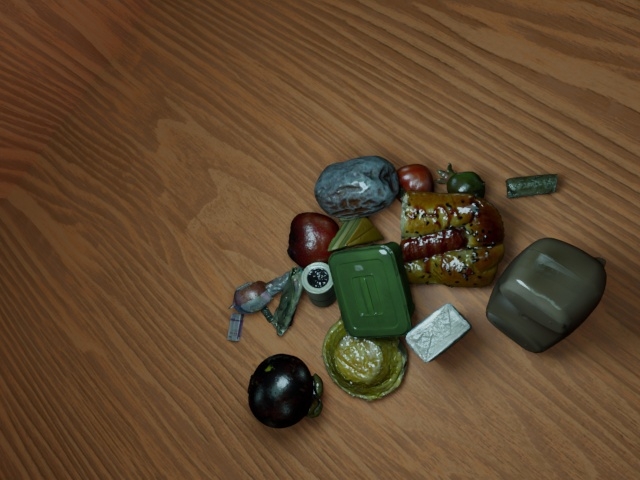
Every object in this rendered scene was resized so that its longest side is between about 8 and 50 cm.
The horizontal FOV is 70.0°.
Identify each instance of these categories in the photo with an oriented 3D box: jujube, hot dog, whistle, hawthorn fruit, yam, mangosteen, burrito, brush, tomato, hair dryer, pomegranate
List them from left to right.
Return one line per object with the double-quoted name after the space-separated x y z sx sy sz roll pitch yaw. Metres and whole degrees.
-0.260 0.268 1.955 0.034 0.027 0.190 -39 68 6 "brush"
-0.225 0.202 1.892 0.346 0.142 0.133 -28 77 -3 "whistle"
-0.132 0.569 1.726 0.288 0.288 0.287 -4 78 19 "mangosteen"
-0.126 0.247 1.832 0.096 0.066 0.309 43 123 42 "burrito"
0.000 0.000 1.832 0.266 0.210 0.230 3 73 3 "hawthorn fruit"
0.099 0.112 1.795 0.362 0.203 0.128 -33 66 -8 "hair dryer"
0.127 -0.192 1.712 0.308 0.247 0.215 -12 88 38 "jujube"
0.364 -0.210 1.763 0.152 0.187 0.187 -21 71 -13 "tomato"
0.468 0.006 1.640 0.366 0.196 0.367 2 111 11 "hot dog"
0.527 -0.209 1.723 0.131 0.152 0.191 -47 48 2 "pomegranate"
0.771 -0.199 1.666 0.179 0.078 0.078 -4 78 15 "yam"

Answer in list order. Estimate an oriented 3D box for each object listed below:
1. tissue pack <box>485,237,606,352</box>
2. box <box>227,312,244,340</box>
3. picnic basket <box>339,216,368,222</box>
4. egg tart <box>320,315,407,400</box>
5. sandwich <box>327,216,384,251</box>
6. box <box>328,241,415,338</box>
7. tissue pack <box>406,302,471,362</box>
0.708 0.165 1.447 0.267 0.387 0.277 36 72 24 "tissue pack"
-0.365 0.372 1.965 0.051 0.036 0.117 7 82 20 "box"
0.139 -0.146 1.873 0.115 0.079 0.164 0 79 20 "picnic basket"
0.156 0.435 1.718 0.342 0.132 0.341 -3 79 17 "egg tart"
0.136 0.015 1.748 0.117 0.144 0.187 -18 29 46 "sandwich"
0.196 0.164 1.619 0.253 0.178 0.328 -8 102 31 "box"
0.413 0.318 1.576 0.201 0.271 0.124 -38 69 8 "tissue pack"
